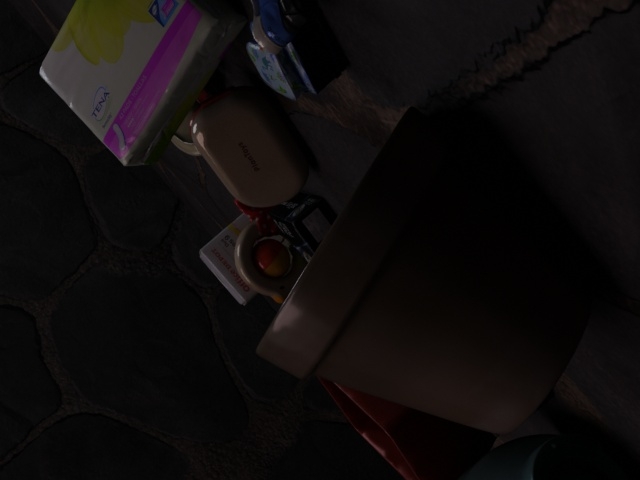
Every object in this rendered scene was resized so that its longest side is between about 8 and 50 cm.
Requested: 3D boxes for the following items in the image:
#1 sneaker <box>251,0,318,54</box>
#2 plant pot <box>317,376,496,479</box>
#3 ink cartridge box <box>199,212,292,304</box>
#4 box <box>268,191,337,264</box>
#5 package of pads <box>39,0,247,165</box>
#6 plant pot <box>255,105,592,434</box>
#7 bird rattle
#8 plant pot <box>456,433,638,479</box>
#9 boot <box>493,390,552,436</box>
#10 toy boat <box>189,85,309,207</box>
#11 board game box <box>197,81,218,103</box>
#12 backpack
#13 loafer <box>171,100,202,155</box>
[{"bbox_3d":[-0.043,-0.291,1.099,0.058,0.084,0.152,27,-140,-38],"label":"sneaker"},{"bbox_3d":[0.168,0.239,1.593,0.267,0.236,0.267,38,165,48],"label":"plant pot"},{"bbox_3d":[-0.138,0.017,2.104,0.154,0.212,0.093,49,169,2],"label":"ink cartridge box"},{"bbox_3d":[0.000,0.000,1.857,0.180,0.077,0.147,53,169,-20],"label":"box"},{"bbox_3d":[-0.276,-0.290,1.441,0.229,0.296,0.101,46,-151,14],"label":"package of pads"},{"bbox_3d":[0.130,0.059,1.062,0.280,0.323,0.323,31,168,2],"label":"plant pot"},{"bbox_3d":[-0.087,0.008,1.954,0.253,0.207,0.143,44,154,-24],"label":"bird rattle"},{"bbox_3d":[0.355,0.405,1.421,0.293,0.293,0.196,45,141,20],"label":"plant pot"},{"bbox_3d":[0.271,0.206,1.410,0.082,0.106,0.219,38,165,46],"label":"boot"},{"bbox_3d":[-0.116,-0.172,1.647,0.231,0.151,0.151,56,-162,-31],"label":"toy boat"},{"bbox_3d":[-0.293,-0.363,1.793,0.281,0.027,0.145,49,-171,1],"label":"board game box"},{"bbox_3d":[-0.041,-0.235,1.185,0.114,0.084,0.105,39,164,53],"label":"backpack"},{"bbox_3d":[-0.312,-0.284,2.054,0.268,0.102,0.092,45,173,26],"label":"loafer"}]
